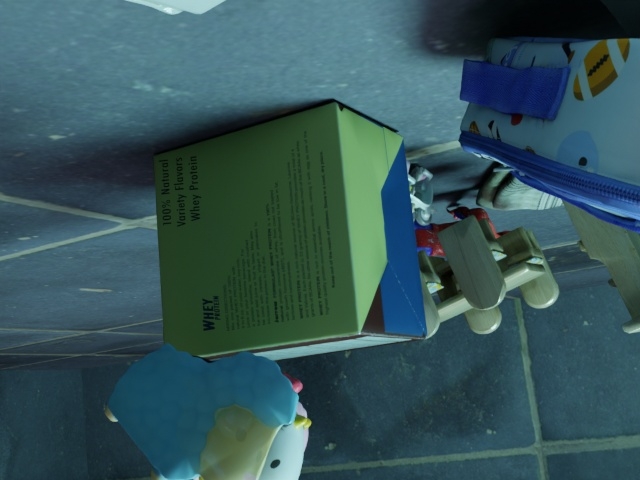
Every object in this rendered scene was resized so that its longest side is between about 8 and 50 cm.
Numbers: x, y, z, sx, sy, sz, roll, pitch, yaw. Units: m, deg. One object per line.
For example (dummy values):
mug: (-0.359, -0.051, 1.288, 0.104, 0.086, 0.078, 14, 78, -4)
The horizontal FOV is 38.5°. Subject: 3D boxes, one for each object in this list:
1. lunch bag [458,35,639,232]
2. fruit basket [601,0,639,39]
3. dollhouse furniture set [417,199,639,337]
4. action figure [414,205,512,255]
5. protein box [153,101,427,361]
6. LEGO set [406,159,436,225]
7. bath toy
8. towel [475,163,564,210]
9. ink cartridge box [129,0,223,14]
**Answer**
lunch bag: (0.215, -0.061, 0.577, 0.243, 0.114, 0.303, 12, -171, -9)
fruit basket: (0.313, -0.132, 0.446, 0.353, 0.165, 0.327, -7, 173, 29)
dollhouse furniture set: (0.222, 0.055, 0.968, 0.242, 0.161, 0.212, -29, 164, 23)
action figure: (0.110, -0.002, 1.173, 0.281, 0.091, 0.139, 2, 178, -6)
protein box: (-0.030, 0.005, 0.848, 0.201, 0.199, 0.136, -12, 166, 29)
LEGO set: (0.018, -0.037, 1.031, 0.287, 0.107, 0.132, -10, 135, 42)
bath toy: (-0.069, 0.164, 0.817, 0.129, 0.151, 0.348, -39, 169, -7)
towel: (0.353, -0.082, 1.008, 0.312, 0.056, 0.324, -6, 170, -3)
ink cartridge box: (-0.033, -0.161, 0.285, 0.208, 0.086, 0.153, -17, 166, 39)
